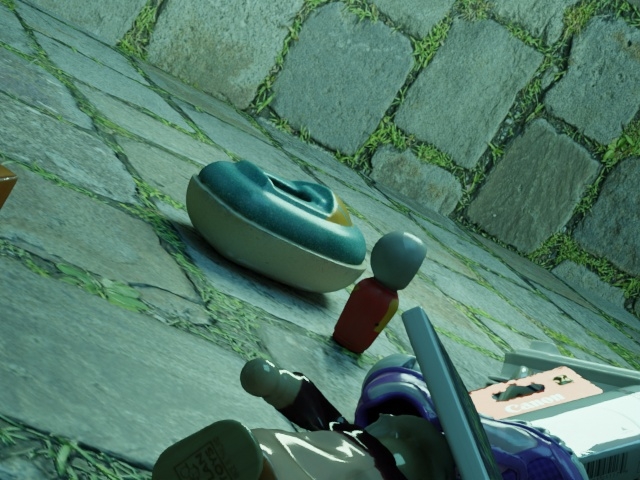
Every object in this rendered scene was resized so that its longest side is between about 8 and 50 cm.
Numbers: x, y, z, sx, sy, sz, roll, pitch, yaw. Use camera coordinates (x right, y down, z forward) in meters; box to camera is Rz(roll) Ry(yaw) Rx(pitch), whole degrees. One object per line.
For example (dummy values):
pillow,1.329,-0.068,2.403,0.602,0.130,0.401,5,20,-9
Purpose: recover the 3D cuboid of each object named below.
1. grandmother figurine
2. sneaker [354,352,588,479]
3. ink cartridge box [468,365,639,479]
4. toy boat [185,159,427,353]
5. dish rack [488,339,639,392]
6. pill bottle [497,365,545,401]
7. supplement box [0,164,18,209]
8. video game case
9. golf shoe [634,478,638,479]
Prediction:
grandmother figurine,0.009,0.170,0.905,0.207,0.104,0.342,63,17,17
sneaker,0.125,0.191,1.174,0.236,0.095,0.104,29,15,18
ink cartridge box,0.273,0.188,1.440,0.189,0.066,0.232,-10,30,-26
toy boat,0.000,0.000,1.578,0.267,0.148,0.318,22,13,-45
dish rack,0.418,0.200,1.714,0.333,0.072,0.285,8,-8,42
pill bottle,0.281,0.210,1.600,0.120,0.067,0.067,31,9,2
supplement box,-0.370,-0.081,1.064,0.233,0.078,0.080,32,9,3
video game case,0.122,0.168,1.033,0.173,0.022,0.190,59,9,-54
golf shoe,0.305,0.239,1.474,0.094,0.077,0.198,25,14,2
